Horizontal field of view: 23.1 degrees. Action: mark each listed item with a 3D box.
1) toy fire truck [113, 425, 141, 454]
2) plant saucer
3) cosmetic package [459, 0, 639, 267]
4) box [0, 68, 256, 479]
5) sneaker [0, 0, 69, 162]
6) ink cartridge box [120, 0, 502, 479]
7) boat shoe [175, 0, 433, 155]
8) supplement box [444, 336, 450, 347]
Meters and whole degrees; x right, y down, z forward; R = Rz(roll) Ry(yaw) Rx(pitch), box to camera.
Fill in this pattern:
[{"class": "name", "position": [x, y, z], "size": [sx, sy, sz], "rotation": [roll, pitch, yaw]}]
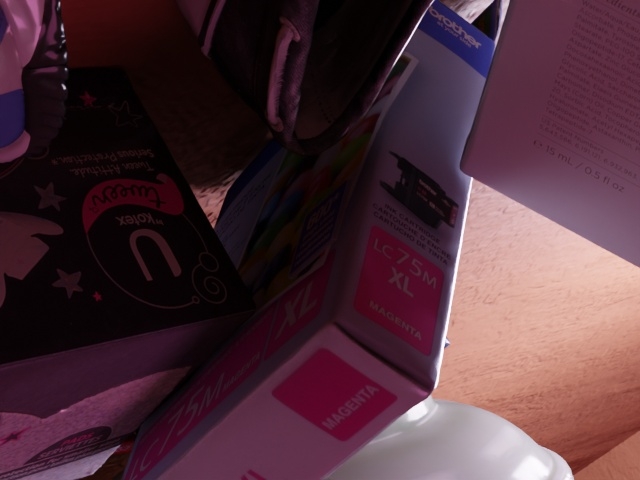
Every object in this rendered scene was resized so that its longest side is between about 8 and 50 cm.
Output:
[{"class": "toy fire truck", "position": [-0.117, 0.125, 1.005], "size": [0.246, 0.158, 0.217], "rotation": [-27, 165, 30]}, {"class": "plant saucer", "position": [-0.016, 0.174, 1.182], "size": [0.401, 0.100, 0.400], "rotation": [-11, -175, 1]}, {"class": "cosmetic package", "position": [0.261, -0.066, 0.582], "size": [0.097, 0.377, 0.284], "rotation": [-45, 158, -40]}, {"class": "box", "position": [-0.183, 0.036, 0.655], "size": [0.247, 0.142, 0.163], "rotation": [-9, 152, -45]}, {"class": "sneaker", "position": [-0.132, -0.095, 0.514], "size": [0.081, 0.080, 0.211], "rotation": [-19, 150, -12]}, {"class": "ink cartridge box", "position": [0.000, 0.000, 0.771], "size": [0.186, 0.065, 0.311], "rotation": [-44, -163, 37]}, {"class": "boat shoe", "position": [0.029, -0.139, 0.574], "size": [0.113, 0.105, 0.306], "rotation": [-16, 157, -36]}, {"class": "supplement box", "position": [0.032, 0.058, 1.114], "size": [0.083, 0.083, 0.056], "rotation": [-34, 160, 13]}]
